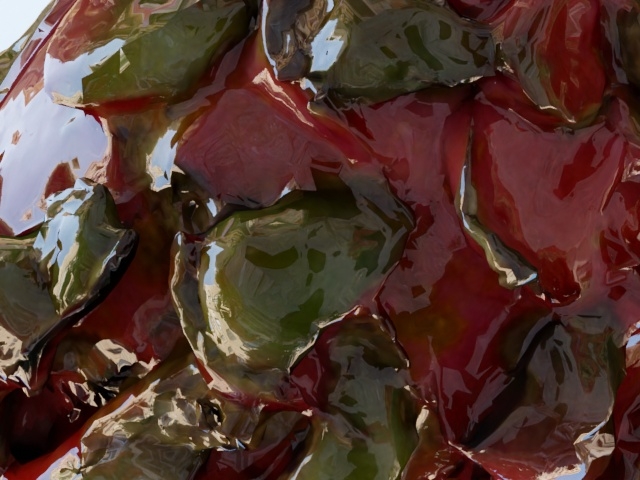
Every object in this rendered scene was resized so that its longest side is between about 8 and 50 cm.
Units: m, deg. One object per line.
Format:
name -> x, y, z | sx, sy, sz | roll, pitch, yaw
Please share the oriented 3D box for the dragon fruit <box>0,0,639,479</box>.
dragon fruit -> 0.001, 0.007, 0.519 | 0.302, 0.237, 0.231 | -34, -52, 20
